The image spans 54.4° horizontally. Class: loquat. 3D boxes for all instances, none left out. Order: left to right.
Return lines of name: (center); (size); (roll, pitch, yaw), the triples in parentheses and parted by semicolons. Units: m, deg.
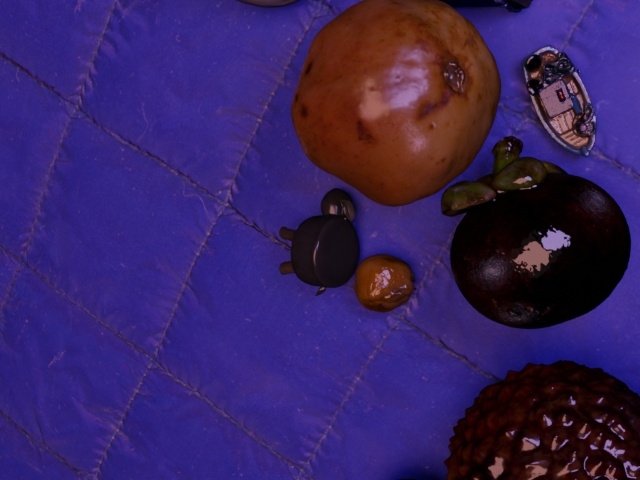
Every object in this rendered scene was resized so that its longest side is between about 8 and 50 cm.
loquat: (0.140, 0.092, 1.359); (0.137, 0.113, 0.137); (-2, 76, 10)

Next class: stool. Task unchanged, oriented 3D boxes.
stool: (0.005, 0.004, 1.384); (0.139, 0.228, 0.153); (6, 146, 40)

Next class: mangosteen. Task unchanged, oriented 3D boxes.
mangosteen: (0.385, 0.003, 1.135); (0.330, 0.330, 0.330); (4, 102, 20)

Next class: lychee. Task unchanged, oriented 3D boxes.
lychee: (0.471, 0.425, 1.139); (0.500, 0.424, 0.424); (-24, 91, 8)

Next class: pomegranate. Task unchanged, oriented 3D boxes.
pomegranate: (0.128, -0.258, 1.167); (0.410, 0.410, 0.410); (4, 102, 20)

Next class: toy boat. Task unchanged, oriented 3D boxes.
toy boat: (0.457, -0.258, 1.174); (0.100, 0.097, 0.223); (-27, 89, 26)

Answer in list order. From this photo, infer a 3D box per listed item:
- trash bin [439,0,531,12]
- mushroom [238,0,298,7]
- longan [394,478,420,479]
trash bin: (0.279, -0.508, 1.166); (0.234, 0.184, 0.162); (7, 102, 31)
mushroom: (-0.099, -0.643, 1.205); (0.315, 0.315, 0.356); (10, 106, 19)
longan: (0.237, 0.693, 1.355); (0.288, 0.288, 0.350); (-42, 73, 22)
